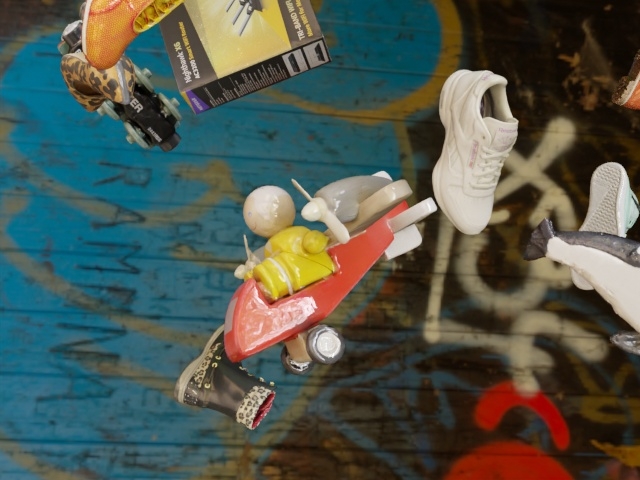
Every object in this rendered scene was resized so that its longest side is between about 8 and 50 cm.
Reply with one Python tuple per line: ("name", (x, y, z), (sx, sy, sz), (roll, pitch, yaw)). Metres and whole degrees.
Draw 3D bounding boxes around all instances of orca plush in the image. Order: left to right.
("orca plush", (0.409, 0.058, 0.924), (0.102, 0.287, 0.151), (-32, 136, -57))

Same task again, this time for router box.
("router box", (-0.146, -0.392, 1.168), (0.081, 0.243, 0.308), (56, 14, -70))

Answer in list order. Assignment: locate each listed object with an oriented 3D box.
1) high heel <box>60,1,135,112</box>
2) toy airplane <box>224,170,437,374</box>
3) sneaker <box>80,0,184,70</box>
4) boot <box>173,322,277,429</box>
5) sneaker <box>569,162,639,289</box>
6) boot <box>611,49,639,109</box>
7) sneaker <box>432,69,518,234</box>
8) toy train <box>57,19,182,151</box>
("high heel", (-0.371, -0.246, 1.200), (0.186, 0.093, 0.261), (66, -28, 19))
("toy airplane", (0.000, 0.000, 1.173), (0.386, 0.272, 0.384), (-45, -176, 17))
("sneaker", (-0.149, -0.223, 0.619), (0.175, 0.067, 0.064), (-57, 170, 3))
("boot", (-0.159, 0.265, 1.420), (0.236, 0.179, 0.085), (-50, 154, -48))
("sneaker", (0.569, -0.006, 1.386), (0.094, 0.151, 0.255), (7, -107, 42))
("boot", (0.627, -0.316, 1.327), (0.059, 0.085, 0.157), (-76, -171, -59))
("sneaker", (0.283, -0.156, 1.285), (0.152, 0.114, 0.305), (18, -66, 62))
("toy train", (-0.435, -0.335, 1.547), (0.334, 0.142, 0.190), (50, -3, -32))
